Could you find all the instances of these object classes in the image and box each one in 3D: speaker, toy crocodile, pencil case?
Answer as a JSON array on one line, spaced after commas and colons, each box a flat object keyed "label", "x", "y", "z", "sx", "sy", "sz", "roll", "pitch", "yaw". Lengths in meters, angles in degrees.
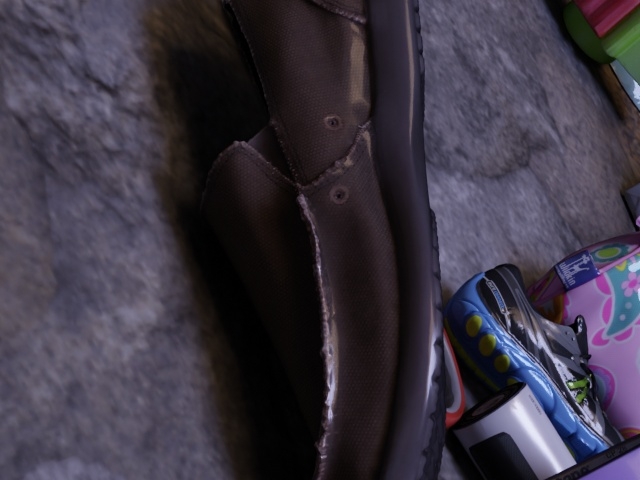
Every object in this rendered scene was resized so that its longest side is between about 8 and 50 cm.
[{"label": "speaker", "x": 0.139, "y": 0.157, "z": 1.106, "sx": 0.136, "sy": 0.055, "sz": 0.055, "roll": 58, "pitch": 31, "yaw": -3}, {"label": "toy crocodile", "x": 0.232, "y": -0.263, "z": 1.555, "sx": 0.105, "sy": 0.115, "sz": 0.340, "roll": -8, "pitch": 68, "yaw": -52}, {"label": "pencil case", "x": 0.252, "y": 0.122, "z": 1.238, "sx": 0.284, "sy": 0.124, "sz": 0.124, "roll": 59, "pitch": 31, "yaw": -1}]

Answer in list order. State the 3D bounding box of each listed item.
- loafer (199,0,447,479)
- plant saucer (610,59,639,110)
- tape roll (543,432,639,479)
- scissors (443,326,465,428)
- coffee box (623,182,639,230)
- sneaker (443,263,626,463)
[{"label": "loafer", "x": 0.000, "y": 0.000, "z": 1.009, "sx": 0.134, "sy": 0.130, "sz": 0.366, "roll": 81, "pitch": 6, "yaw": -63}, {"label": "plant saucer", "x": 0.321, "y": -0.172, "z": 1.678, "sx": 0.195, "sy": 0.037, "sz": 0.195, "roll": 36, "pitch": 38, "yaw": -34}, {"label": "tape roll", "x": 0.145, "y": 0.165, "z": 0.976, "sx": 0.189, "sy": 0.189, "sz": 0.080, "roll": -15, "pitch": 77, "yaw": -58}, {"label": "scissors", "x": 0.014, "y": -0.020, "z": 1.122, "sx": 0.109, "sy": 0.021, "sz": 0.297, "roll": 7, "pitch": 56, "yaw": -50}, {"label": "coffee box", "x": 0.377, "y": 0.007, "z": 1.539, "sx": 0.246, "sy": 0.098, "sz": 0.141, "roll": 6, "pitch": 58, "yaw": -53}, {"label": "sneaker", "x": 0.159, "y": 0.092, "z": 1.163, "sx": 0.188, "sy": 0.067, "sz": 0.078, "roll": 50, "pitch": 62, "yaw": -11}]
